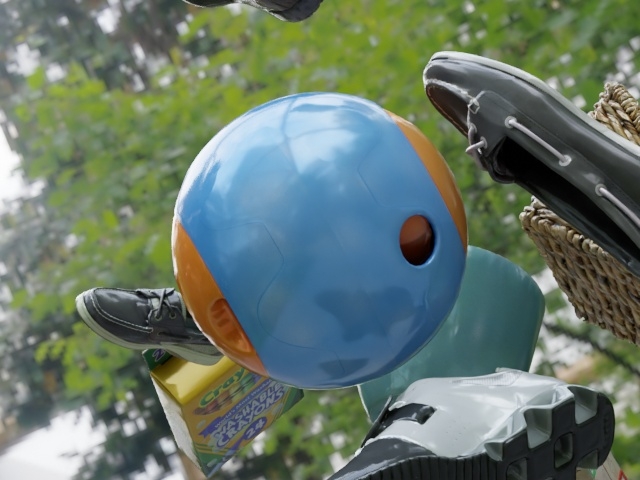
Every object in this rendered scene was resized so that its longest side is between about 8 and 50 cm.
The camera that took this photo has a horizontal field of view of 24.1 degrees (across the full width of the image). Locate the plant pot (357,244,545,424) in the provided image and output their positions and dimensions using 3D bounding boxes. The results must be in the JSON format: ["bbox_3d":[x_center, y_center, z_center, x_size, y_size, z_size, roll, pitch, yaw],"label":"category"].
[{"bbox_3d":[0.184,0.181,2.278,0.293,0.235,0.293,9,-34,6],"label":"plant pot"}]

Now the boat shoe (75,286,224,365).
[{"bbox_3d":[-0.186,0.088,1.780,0.223,0.080,0.073,22,-54,-41],"label":"boat shoe"}]

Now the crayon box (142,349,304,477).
[{"bbox_3d":[-0.136,0.203,2.217,0.203,0.083,0.323,-39,-27,-17],"label":"crayon box"}]

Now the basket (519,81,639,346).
[{"bbox_3d":[0.413,-0.013,1.812,0.223,0.213,0.299,-55,-37,-12],"label":"basket"}]

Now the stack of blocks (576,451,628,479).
[{"bbox_3d":[0.207,0.330,1.721,0.297,0.171,0.087,-24,16,25],"label":"stack of blocks"}]

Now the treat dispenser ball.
[{"bbox_3d":[0.000,0.000,1.453,0.288,0.288,0.288,-24,-14,-6],"label":"treat dispenser ball"}]

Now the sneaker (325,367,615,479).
[{"bbox_3d":[0.086,0.189,1.260,0.330,0.123,0.146,-15,26,-38],"label":"sneaker"}]

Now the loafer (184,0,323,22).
[{"bbox_3d":[-0.127,-0.368,1.868,0.130,0.134,0.366,24,-3,-39],"label":"loafer"}]

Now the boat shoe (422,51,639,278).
[{"bbox_3d":[0.211,-0.068,1.367,0.095,0.335,0.112,-51,-28,-13],"label":"boat shoe"}]
